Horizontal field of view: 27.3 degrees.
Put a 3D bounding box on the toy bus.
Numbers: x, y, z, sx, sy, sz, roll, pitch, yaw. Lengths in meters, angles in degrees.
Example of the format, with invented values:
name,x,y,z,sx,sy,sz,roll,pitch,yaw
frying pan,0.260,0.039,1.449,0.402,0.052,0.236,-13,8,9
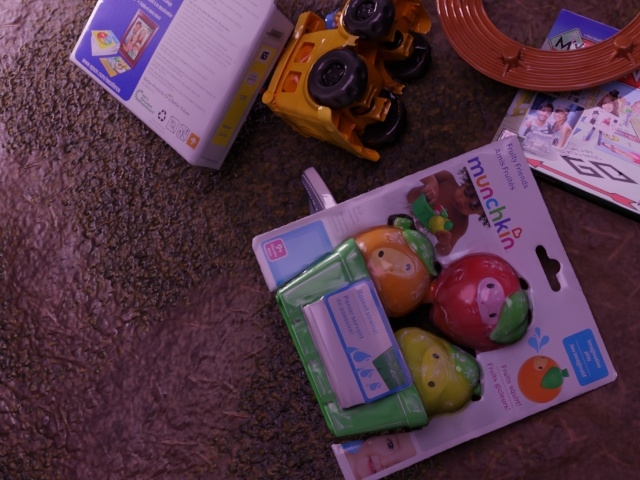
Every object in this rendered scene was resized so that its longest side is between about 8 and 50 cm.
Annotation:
name,x,y,z,sx,sy,sz,roll,pitch,yaw
toy bus,0.017,-0.236,1.745,0.211,0.149,0.220,16,78,37

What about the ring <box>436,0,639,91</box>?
name,x,y,z,sx,sy,sz,roll,pitch,yaw
ring,0.314,-0.336,1.693,0.336,0.032,0.336,-7,58,12

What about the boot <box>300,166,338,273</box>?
name,x,y,z,sx,sy,sz,roll,pitch,yaw
boot,0.000,0.000,1.704,0.086,0.069,0.190,-29,70,4

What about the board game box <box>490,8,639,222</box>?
name,x,y,z,sx,sy,sz,roll,pitch,yaw
board game box,0.398,-0.138,1.641,0.317,0.046,0.213,25,83,22

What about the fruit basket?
name,x,y,z,sx,sy,sz,roll,pitch,yaw
fruit basket,0.136,0.082,1.571,0.353,0.165,0.327,-21,86,1

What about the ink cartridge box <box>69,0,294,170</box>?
name,x,y,z,sx,sy,sz,roll,pitch,yaw
ink cartridge box,-0.175,-0.301,1.777,0.303,0.072,0.307,41,106,34
